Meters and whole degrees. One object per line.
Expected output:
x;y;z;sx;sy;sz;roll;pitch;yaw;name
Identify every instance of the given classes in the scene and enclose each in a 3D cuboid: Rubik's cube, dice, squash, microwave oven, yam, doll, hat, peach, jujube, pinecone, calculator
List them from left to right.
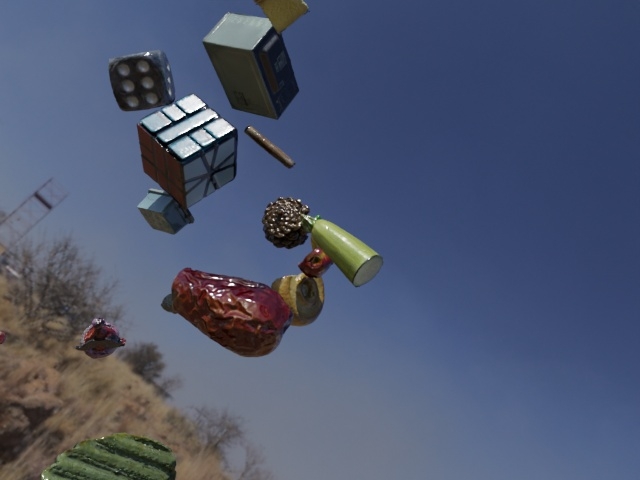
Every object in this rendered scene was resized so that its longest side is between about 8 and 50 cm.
-0.705;0.304;1.899;0.140;0.129;0.227;18;-31;-11;hat
-0.594;-0.535;1.963;0.183;0.181;0.182;-105;-176;-70;dice
-0.513;-0.350;2.298;0.283;0.288;0.293;43;-30;18;Rubik's cube
-0.530;0.260;2.521;0.203;0.286;0.091;9;-75;55;doll
-0.254;0.191;1.620;0.342;0.216;0.216;26;-25;7;jujube
-0.221;-0.590;1.980;0.237;0.181;0.295;18;-29;26;microwave oven
-0.211;-0.387;2.445;0.264;0.046;0.046;41;-23;7;yam
-0.158;-0.076;2.687;0.243;0.243;0.257;39;-17;0;pinecone
-0.005;0.085;2.230;0.092;0.127;0.172;49;12;12;peach
0.000;0.000;2.419;0.032;0.146;0.235;2;-56;22;calculator
0.033;0.007;1.354;0.224;0.094;0.094;40;-21;23;squash

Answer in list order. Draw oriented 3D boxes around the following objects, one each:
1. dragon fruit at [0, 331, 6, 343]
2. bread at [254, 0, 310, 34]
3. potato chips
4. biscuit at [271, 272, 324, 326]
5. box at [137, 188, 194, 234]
-0.756;0.242;1.235;0.134;0.211;0.262;49;15;11;dragon fruit
-0.119;-0.686;1.671;0.147;0.127;0.152;51;13;-29;bread
-0.584;0.717;1.643;0.429;0.358;0.070;32;-46;-32;potato chips
-0.072;0.228;2.294;0.091;0.274;0.213;-11;-89;34;biscuit
-0.658;-0.124;2.494;0.227;0.130;0.162;13;-39;38;box
